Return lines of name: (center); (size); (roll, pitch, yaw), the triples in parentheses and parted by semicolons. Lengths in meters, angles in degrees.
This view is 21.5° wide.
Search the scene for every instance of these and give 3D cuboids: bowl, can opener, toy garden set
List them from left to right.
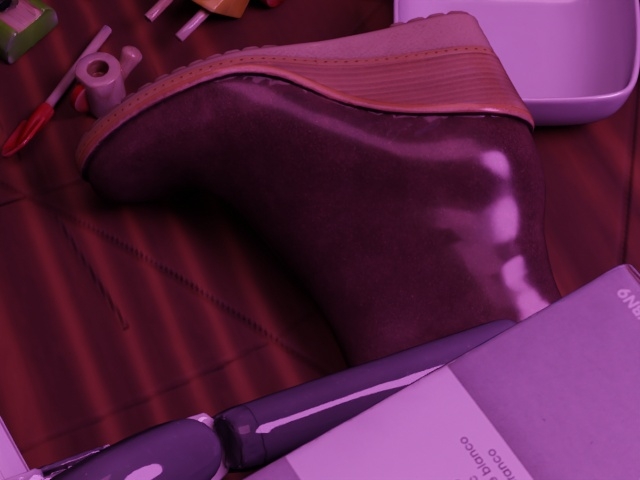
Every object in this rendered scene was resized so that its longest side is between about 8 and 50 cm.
toy garden set: (-0.158, -0.157, 1.025); (0.204, 0.049, 0.244); (34, 64, 22)
can opener: (-0.011, 0.101, 0.748); (0.283, 0.095, 0.076); (-17, 85, -23)
bowl: (0.114, -0.123, 0.991); (0.142, 0.053, 0.142); (1, 57, 3)

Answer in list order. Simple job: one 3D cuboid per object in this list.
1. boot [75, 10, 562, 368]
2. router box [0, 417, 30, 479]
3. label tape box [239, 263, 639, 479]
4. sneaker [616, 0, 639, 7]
boot: (0.000, 0.000, 0.891); (0.248, 0.090, 0.207); (-15, 72, 8)
router box: (-0.293, 0.130, 0.763); (0.301, 0.082, 0.335); (-27, 77, -16)
label tape box: (0.004, 0.177, 0.686); (0.334, 0.240, 0.106); (-28, 62, -15)
sneaker: (0.264, -0.105, 0.968); (0.086, 0.085, 0.237); (-8, 42, -44)
